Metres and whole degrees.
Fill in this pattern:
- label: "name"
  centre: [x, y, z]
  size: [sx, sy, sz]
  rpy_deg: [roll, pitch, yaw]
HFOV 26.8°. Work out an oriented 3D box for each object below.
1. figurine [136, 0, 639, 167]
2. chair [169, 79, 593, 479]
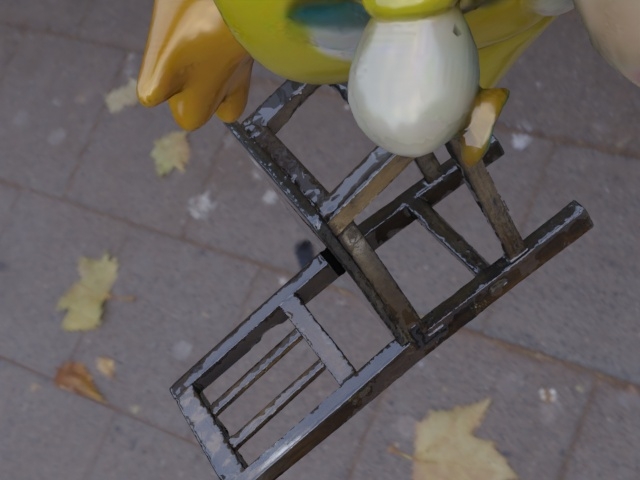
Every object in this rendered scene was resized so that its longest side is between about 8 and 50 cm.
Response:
- label: "figurine"
  centre: [0.083, -0.098, 0.354]
  size: [0.344, 0.215, 0.187]
  rpy_deg: [-2, 84, 25]
- label: "chair"
  centre: [0.000, 0.000, 1.218]
  size: [0.416, 0.240, 0.203]
  rpy_deg: [-38, 42, -3]
